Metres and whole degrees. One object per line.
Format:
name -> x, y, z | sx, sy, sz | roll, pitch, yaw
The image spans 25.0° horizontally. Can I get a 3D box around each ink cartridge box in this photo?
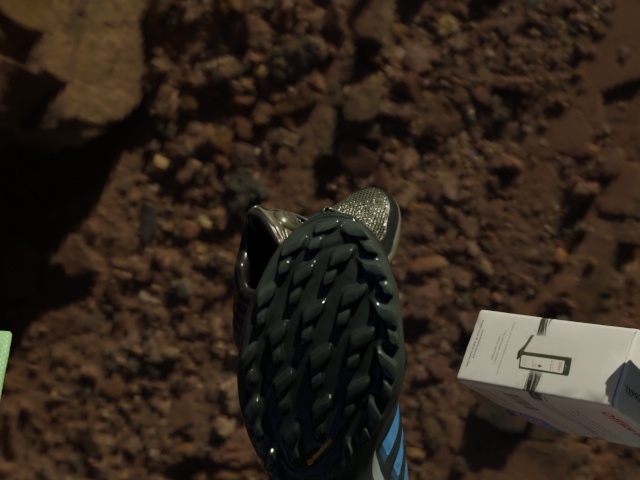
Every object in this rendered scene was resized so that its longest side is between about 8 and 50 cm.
ink cartridge box -> 0.266, 0.143, 1.458 | 0.203, 0.148, 0.086 | 5, 69, 48

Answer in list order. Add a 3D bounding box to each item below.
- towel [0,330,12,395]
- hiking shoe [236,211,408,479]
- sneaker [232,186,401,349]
towel -> -0.338, 0.171, 0.817 | 0.325, 0.038, 0.248 | -13, 49, 13
hiking shoe -> 0.005, 0.122, 1.006 | 0.113, 0.132, 0.304 | 2, 105, 5
sneaker -> 0.000, 0.000, 1.352 | 0.087, 0.130, 0.227 | 30, 53, 29
